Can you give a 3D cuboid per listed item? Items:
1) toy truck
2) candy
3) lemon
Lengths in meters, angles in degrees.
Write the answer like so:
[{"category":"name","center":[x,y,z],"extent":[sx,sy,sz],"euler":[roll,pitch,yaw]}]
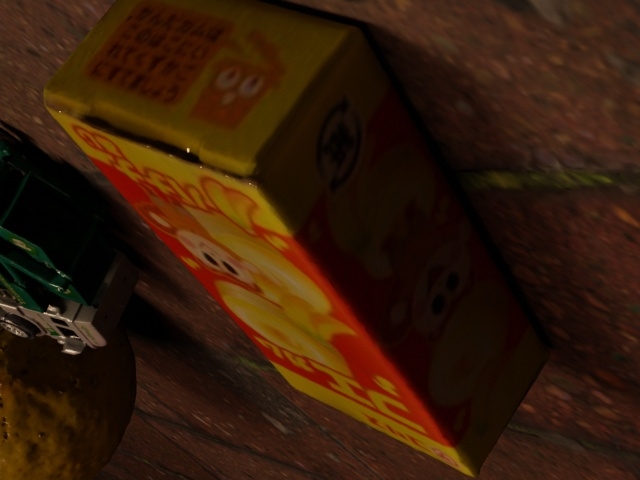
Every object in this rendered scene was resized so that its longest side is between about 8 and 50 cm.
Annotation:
[{"category":"toy truck","center":[-0.216,0.010,1.152],"extent":[0.116,0.110,0.216],"euler":[16,157,22]},{"category":"candy","center":[0.000,0.000,0.719],"extent":[0.146,0.088,0.276],"euler":[20,157,39]},{"category":"lemon","center":[-0.305,0.135,1.399],"extent":[0.258,0.258,0.310],"euler":[36,155,-2]}]
